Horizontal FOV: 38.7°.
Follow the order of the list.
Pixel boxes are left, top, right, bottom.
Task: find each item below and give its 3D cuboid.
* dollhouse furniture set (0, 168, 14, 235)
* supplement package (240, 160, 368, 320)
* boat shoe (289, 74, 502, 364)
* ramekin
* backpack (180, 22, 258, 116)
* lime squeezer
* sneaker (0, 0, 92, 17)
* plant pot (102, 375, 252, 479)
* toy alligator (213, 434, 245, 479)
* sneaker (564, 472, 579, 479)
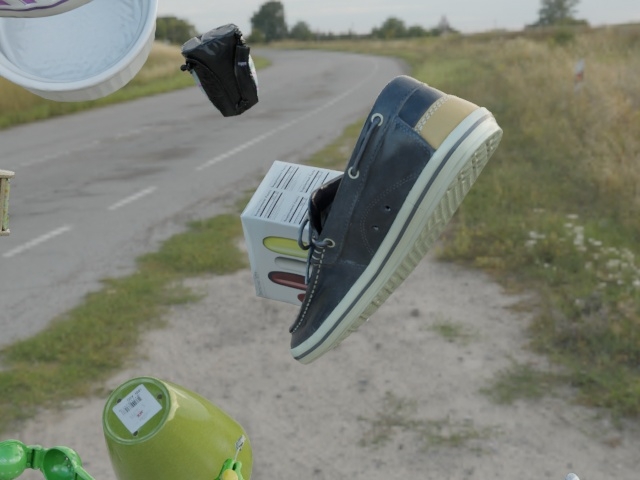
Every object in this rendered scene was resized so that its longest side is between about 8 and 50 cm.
[{"bbox_3d":[-0.622,-0.043,1.609,0.161,0.182,0.101,17,12,42],"label":"dollhouse furniture set"},{"bbox_3d":[0.000,0.000,1.505,0.203,0.194,0.149,11,47,19],"label":"supplement package"},{"bbox_3d":[0.060,-0.014,1.225,0.156,0.500,0.187,40,45,12],"label":"boat shoe"},{"bbox_3d":[-0.369,-0.335,1.327,0.277,0.277,0.135,-3,-6,-5],"label":"ramekin"},{"bbox_3d":[-0.200,-0.360,1.946,0.151,0.182,0.115,-20,34,9],"label":"backpack"},{"bbox_3d":[-0.372,0.298,1.147,0.310,0.059,0.110,12,29,-5],"label":"lime squeezer"},{"bbox_3d":[-0.361,-0.330,1.018,0.282,0.102,0.161,-14,-25,-7],"label":"sneaker"},{"bbox_3d":[-0.305,0.391,1.778,0.274,0.294,0.275,-8,54,11],"label":"plant pot"},{"bbox_3d":[-0.146,0.393,1.462,0.056,0.051,0.190,-44,8,38],"label":"toy alligator"},{"bbox_3d":[0.365,0.394,1.412,0.069,0.038,0.098,22,41,-3],"label":"sneaker"}]
